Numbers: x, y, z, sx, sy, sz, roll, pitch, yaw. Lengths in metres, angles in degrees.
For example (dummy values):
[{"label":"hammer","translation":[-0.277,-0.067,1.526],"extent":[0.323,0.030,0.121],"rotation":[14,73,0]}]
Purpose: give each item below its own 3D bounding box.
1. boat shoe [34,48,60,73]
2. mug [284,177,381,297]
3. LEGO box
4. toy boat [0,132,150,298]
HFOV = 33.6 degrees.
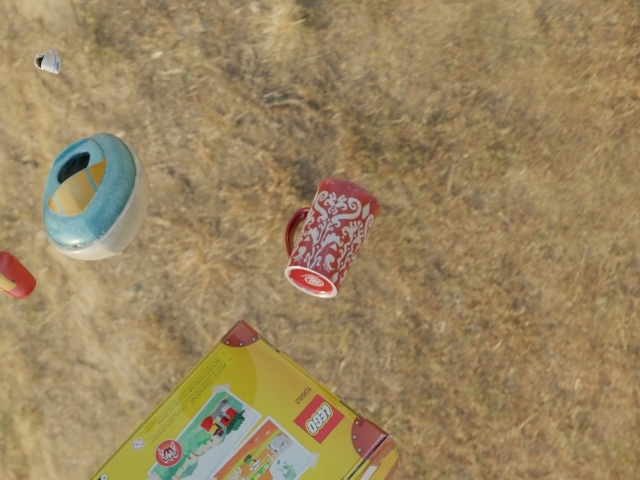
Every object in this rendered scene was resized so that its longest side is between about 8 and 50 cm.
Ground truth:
[{"label":"boat shoe","translation":[-0.439,-0.287,1.695],"extent":[0.100,0.035,0.035],"rotation":[-135,57,-62]},{"label":"mug","translation":[0.009,0.004,1.726],"extent":[0.113,0.169,0.150],"rotation":[32,152,-15]},{"label":"LEGO box","translation":[-0.160,0.453,1.904],"extent":[0.372,0.500,0.193],"rotation":[36,163,25]},{"label":"toy boat","translation":[-0.418,-0.039,1.680],"extent":[0.318,0.267,0.148],"rotation":[-38,128,4]}]
